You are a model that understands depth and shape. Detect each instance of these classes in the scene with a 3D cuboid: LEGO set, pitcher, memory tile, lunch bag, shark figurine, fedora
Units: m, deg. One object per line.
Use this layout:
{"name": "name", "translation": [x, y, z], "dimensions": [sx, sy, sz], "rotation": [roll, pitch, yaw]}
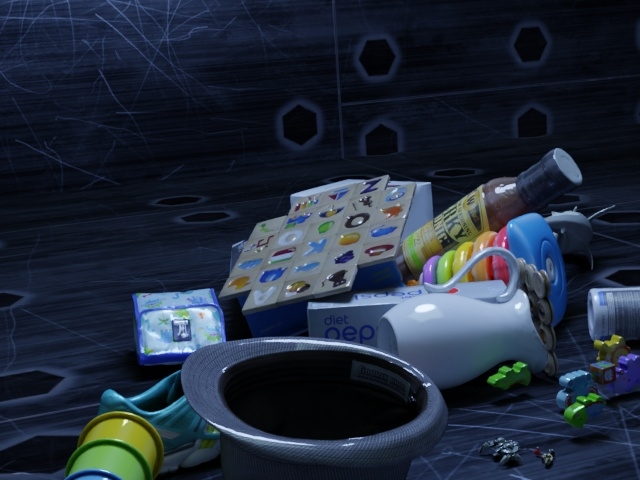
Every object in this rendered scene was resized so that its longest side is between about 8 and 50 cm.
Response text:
{"name": "LEGO set", "translation": [0.216, 0.229, 1.235], "dimensions": [0.083, 0.023, 0.054], "rotation": [-2, 12, 7]}
{"name": "pitcher", "translation": [0.180, 0.103, 1.473], "dimensions": [0.207, 0.178, 0.125], "rotation": [-6, -12, -17]}
{"name": "memory tile", "translation": [0.288, 0.102, 1.504], "dimensions": [0.012, 0.148, 0.113], "rotation": [-11, 15, -10]}
{"name": "lunch bag", "translation": [-0.209, 0.136, 1.647], "dimensions": [0.129, 0.096, 0.151], "rotation": [-4, 26, -12]}
{"name": "shark figurine", "translation": [0.448, 0.002, 2.004], "dimensions": [0.166, 0.116, 0.278], "rotation": [-23, -16, 24]}
{"name": "fedora", "translation": [-0.010, 0.200, 1.152], "dimensions": [0.275, 0.124, 0.244], "rotation": [-2, 23, -21]}

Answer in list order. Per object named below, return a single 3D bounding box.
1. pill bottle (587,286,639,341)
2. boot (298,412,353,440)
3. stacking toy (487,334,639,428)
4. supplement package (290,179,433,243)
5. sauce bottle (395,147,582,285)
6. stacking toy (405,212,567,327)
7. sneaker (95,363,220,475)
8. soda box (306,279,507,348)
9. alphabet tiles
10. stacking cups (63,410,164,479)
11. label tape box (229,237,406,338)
{"name": "pill bottle", "translation": [0.456, 0.105, 1.603], "dimensions": [0.137, 0.078, 0.078], "rotation": [-2, 12, 7]}
{"name": "boot", "translation": [0.039, 0.218, 1.291], "dimensions": [0.158, 0.059, 0.084], "rotation": [-13, -3, -22]}
{"name": "stacking toy", "translation": [0.344, 0.178, 1.383], "dimensions": [0.221, 0.052, 0.167], "rotation": [-12, 13, -25]}
{"name": "supplement package", "translation": [0.083, -0.030, 2.165], "dimensions": [0.203, 0.149, 0.194], "rotation": [4, 15, 37]}
{"name": "sauce bottle", "translation": [0.266, -0.030, 1.813], "dimensions": [0.344, 0.111, 0.111], "rotation": [-38, -7, 31]}
{"name": "stacking toy", "translation": [0.216, 0.072, 1.735], "dimensions": [0.302, 0.175, 0.166], "rotation": [-13, -1, 28]}
{"name": "sneaker", "translation": [-0.127, 0.194, 1.297], "dimensions": [0.275, 0.110, 0.107], "rotation": [-10, 14, -31]}
{"name": "soda box", "translation": [0.126, 0.121, 1.582], "dimensions": [0.286, 0.098, 0.091], "rotation": [-3, 11, 0]}
{"name": "alphabet tiles", "translation": [0.000, 0.000, 1.714], "dimensions": [0.285, 0.011, 0.342], "rotation": [-14, 26, 21]}
{"name": "stacking cups", "translation": [-0.219, 0.259, 1.052], "dimensions": [0.096, 0.096, 0.316], "rotation": [-3, 12, 2]}
{"name": "label tape box", "translation": [-0.013, 0.040, 1.806], "dimensions": [0.249, 0.115, 0.348], "rotation": [-23, 11, 2]}
